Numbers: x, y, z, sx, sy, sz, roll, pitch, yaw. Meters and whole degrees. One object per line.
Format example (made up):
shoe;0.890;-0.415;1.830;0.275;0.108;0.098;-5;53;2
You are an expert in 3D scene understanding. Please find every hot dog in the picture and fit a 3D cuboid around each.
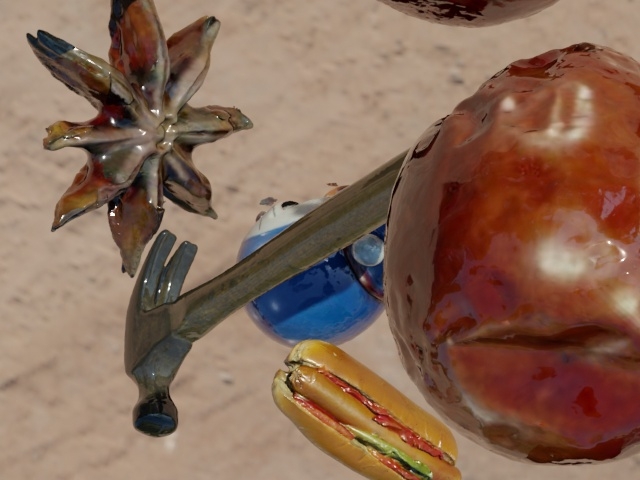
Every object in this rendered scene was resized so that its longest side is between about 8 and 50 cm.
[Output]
hot dog;0.052;0.176;1.625;0.235;0.092;0.062;34;163;-28

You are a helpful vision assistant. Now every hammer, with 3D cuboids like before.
hammer;0.000;0.000;1.339;0.440;0.168;0.044;-31;140;34

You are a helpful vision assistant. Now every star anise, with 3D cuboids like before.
star anise;-0.170;-0.103;1.586;0.088;0.288;0.288;8;125;37

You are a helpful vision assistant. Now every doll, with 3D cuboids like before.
doll;0.034;0.009;1.692;0.256;0.215;0.161;-23;83;22

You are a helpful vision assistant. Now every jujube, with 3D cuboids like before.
jujube;0.111;-0.007;0.755;0.168;0.236;0.168;6;118;11

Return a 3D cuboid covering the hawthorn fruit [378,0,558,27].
hawthorn fruit;0.159;-0.315;1.530;0.307;0.265;0.265;5;122;28
